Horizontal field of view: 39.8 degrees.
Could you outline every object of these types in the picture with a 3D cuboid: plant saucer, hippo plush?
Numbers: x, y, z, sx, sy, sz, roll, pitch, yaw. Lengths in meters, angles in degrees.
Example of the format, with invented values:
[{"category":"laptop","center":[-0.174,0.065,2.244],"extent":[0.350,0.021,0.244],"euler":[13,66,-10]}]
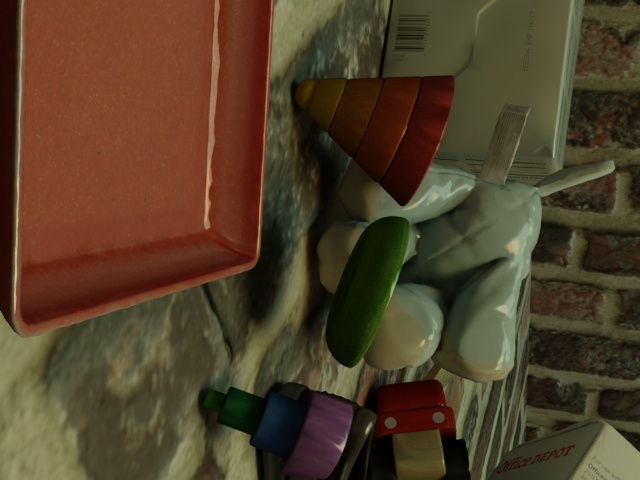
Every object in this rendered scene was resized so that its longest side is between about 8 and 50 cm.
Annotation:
[{"category":"plant saucer","center":[-0.097,-0.099,0.479],"extent":[0.258,0.048,0.259],"euler":[-16,110,-70]},{"category":"hippo plush","center":[0.104,0.008,0.939],"extent":[0.294,0.234,0.236],"euler":[-61,-174,-14]}]

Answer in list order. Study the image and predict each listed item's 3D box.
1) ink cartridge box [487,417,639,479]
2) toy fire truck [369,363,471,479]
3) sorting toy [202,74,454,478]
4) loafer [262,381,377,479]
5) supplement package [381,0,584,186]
[{"category":"ink cartridge box","center":[0.240,0.435,1.078],"extent":[0.395,0.166,0.285],"euler":[-47,176,-24]},{"category":"toy fire truck","center":[0.139,0.231,1.163],"extent":[0.217,0.158,0.246],"euler":[78,6,-55]},{"category":"sorting toy","center":[0.000,0.000,0.709],"extent":[0.127,0.126,0.365],"euler":[121,-11,-66]},{"category":"loafer","center":[0.010,0.268,0.827],"extent":[0.109,0.095,0.302],"euler":[-59,149,-54]},{"category":"supplement package","center":[0.189,-0.206,1.031],"extent":[0.145,0.204,0.261],"euler":[34,64,-68]}]
